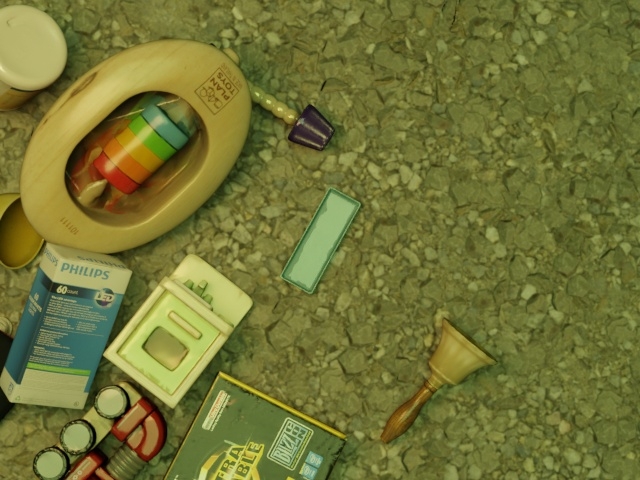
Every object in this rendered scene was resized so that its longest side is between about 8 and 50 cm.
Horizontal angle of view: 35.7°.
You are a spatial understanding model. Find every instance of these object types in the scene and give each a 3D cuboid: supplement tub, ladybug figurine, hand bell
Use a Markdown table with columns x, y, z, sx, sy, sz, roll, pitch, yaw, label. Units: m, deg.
| x | y | z | sx | sy | sz | roll | pitch | yaw | label |
| --- | --- | --- | --- | --- | --- | --- | --- | --- | --- |
| -0.529 | -0.302 | 1.681 | 0.144 | 0.200 | 0.144 | 8 | 77 | -35 | supplement tub |
| -0.313 | -0.172 | 1.695 | 0.449 | 0.162 | 0.305 | -39 | 121 | 2 | ladybug figurine |
| 0.192 | 0.269 | 1.776 | 0.126 | 0.126 | 0.242 | 39 | 94 | -1 | hand bell |

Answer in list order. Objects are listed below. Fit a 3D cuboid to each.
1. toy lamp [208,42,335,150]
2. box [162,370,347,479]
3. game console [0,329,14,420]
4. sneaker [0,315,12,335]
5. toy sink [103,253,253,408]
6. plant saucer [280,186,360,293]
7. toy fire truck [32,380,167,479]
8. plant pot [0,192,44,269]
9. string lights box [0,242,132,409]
| x | y | z | sx | sy | sz | roll | pitch | yaw | label |
| --- | --- | --- | --- | --- | --- | --- | --- | --- | --- |
| -0.099 | -0.255 | 1.798 | 0.275 | 0.080 | 0.080 | 34 | 83 | 0 | toy lamp |
| -0.138 | 0.427 | 1.732 | 0.257 | 0.079 | 0.321 | 28 | 83 | -4 | box |
| -0.701 | 0.261 | 1.626 | 0.342 | 0.060 | 0.386 | 41 | 86 | -26 | game console |
| -0.617 | 0.145 | 1.719 | 0.152 | 0.061 | 0.053 | 4 | 86 | -4 | sneaker |
| -0.239 | 0.150 | 1.719 | 0.153 | 0.131 | 0.234 | 39 | 82 | -1 | toy sink |
| 0.000 | 0.000 | 1.813 | 0.067 | 0.018 | 0.192 | 29 | 82 | -2 | plant saucer |
| -0.329 | 0.387 | 1.669 | 0.246 | 0.158 | 0.217 | 44 | 82 | 2 | toy fire truck |
| -0.553 | -0.026 | 1.718 | 0.095 | 0.134 | 0.134 | 15 | 83 | 22 | plant pot |
| -0.427 | 0.146 | 1.661 | 0.133 | 0.077 | 0.259 | 15 | 101 | -38 | string lights box |
